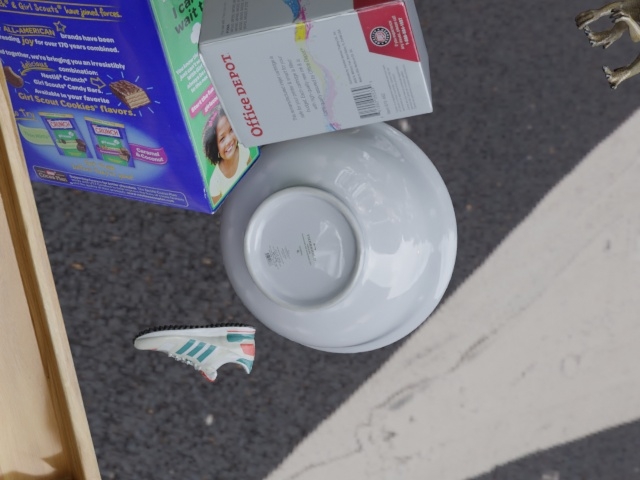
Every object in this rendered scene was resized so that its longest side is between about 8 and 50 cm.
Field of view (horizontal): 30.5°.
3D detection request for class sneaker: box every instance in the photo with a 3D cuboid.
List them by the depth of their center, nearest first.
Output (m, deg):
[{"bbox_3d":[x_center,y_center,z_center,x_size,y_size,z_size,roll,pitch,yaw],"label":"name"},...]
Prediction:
[{"bbox_3d":[-0.162,0.147,1.523,0.161,0.057,0.075,-2,90,-10],"label":"sneaker"}]

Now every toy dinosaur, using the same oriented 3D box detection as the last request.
[{"bbox_3d":[0.220,-0.139,0.755,0.183,0.092,0.053,12,54,-66],"label":"toy dinosaur"}]

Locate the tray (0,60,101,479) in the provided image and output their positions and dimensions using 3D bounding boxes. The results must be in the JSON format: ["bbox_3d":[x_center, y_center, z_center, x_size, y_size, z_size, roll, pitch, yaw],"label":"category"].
[{"bbox_3d":[-0.319,0.065,0.947,0.202,0.076,0.411,-18,110,-25],"label":"tray"}]

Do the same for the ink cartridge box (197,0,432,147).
[{"bbox_3d":[-0.002,-0.160,1.002,0.127,0.175,0.072,68,17,-48],"label":"ink cartridge box"}]

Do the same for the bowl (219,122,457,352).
[{"bbox_3d":[0.000,0.000,1.355,0.134,0.297,0.298,-24,113,-71],"label":"bowl"}]

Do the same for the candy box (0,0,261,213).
[{"bbox_3d":[-0.231,-0.199,1.232,0.122,0.268,0.317,-58,148,-38],"label":"candy box"}]
